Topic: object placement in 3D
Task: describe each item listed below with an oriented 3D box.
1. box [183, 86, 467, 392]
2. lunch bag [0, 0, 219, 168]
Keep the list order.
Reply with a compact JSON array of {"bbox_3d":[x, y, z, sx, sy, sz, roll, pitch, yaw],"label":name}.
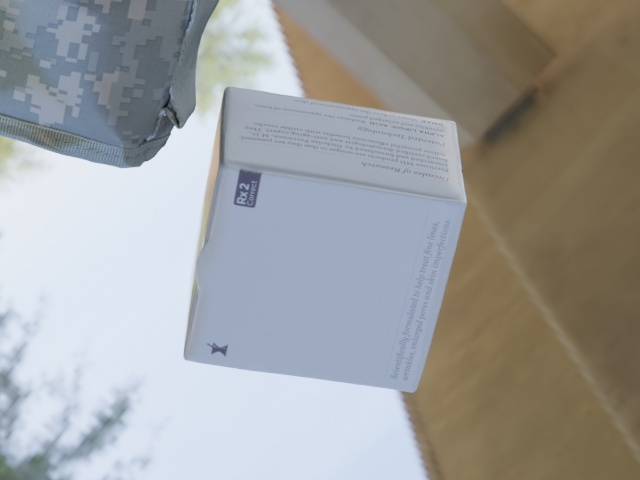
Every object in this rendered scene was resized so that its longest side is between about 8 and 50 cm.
[{"bbox_3d":[0.000,0.000,1.347,0.119,0.182,0.181,-90,-169,-56],"label":"box"},{"bbox_3d":[-0.168,-0.189,0.884,0.169,0.287,0.235,-55,166,-60],"label":"lunch bag"}]
